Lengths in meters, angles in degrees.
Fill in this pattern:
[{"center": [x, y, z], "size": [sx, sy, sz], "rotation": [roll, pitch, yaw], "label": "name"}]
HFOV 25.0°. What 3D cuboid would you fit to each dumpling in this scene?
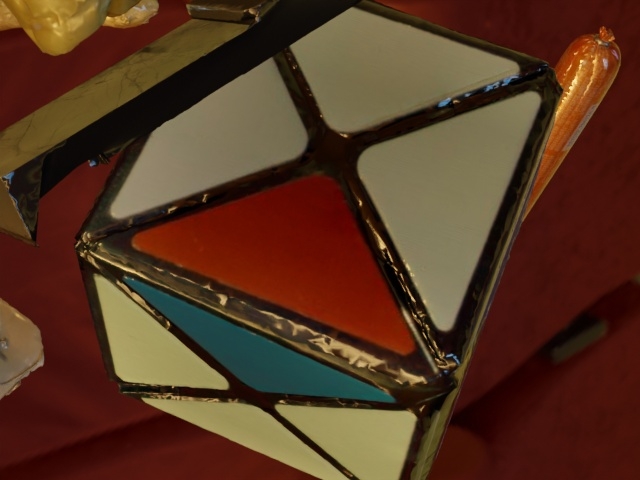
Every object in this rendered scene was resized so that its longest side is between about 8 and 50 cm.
[{"center": [-0.342, 0.104, 1.238], "size": [0.136, 0.199, 0.118], "rotation": [61, 158, -6], "label": "dumpling"}]

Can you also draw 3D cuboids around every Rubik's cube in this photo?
[{"center": [0.001, 0.000, 0.973], "size": [0.250, 0.248, 0.246], "rotation": [22, 153, 9], "label": "Rubik's cube"}]

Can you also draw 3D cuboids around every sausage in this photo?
[{"center": [0.203, -0.077, 1.397], "size": [0.053, 0.053, 0.348], "rotation": [43, 139, 15], "label": "sausage"}]

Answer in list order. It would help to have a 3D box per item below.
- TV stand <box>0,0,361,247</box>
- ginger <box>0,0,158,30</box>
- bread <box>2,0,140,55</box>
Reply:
[{"center": [-0.030, -0.082, 0.599], "size": [0.049, 0.256, 0.040], "rotation": [16, 135, 51], "label": "TV stand"}, {"center": [-0.315, -0.254, 1.548], "size": [0.065, 0.298, 0.118], "rotation": [88, 165, -50], "label": "ginger"}, {"center": [-0.171, -0.336, 0.941], "size": [0.341, 0.300, 0.210], "rotation": [52, 170, -12], "label": "bread"}]
